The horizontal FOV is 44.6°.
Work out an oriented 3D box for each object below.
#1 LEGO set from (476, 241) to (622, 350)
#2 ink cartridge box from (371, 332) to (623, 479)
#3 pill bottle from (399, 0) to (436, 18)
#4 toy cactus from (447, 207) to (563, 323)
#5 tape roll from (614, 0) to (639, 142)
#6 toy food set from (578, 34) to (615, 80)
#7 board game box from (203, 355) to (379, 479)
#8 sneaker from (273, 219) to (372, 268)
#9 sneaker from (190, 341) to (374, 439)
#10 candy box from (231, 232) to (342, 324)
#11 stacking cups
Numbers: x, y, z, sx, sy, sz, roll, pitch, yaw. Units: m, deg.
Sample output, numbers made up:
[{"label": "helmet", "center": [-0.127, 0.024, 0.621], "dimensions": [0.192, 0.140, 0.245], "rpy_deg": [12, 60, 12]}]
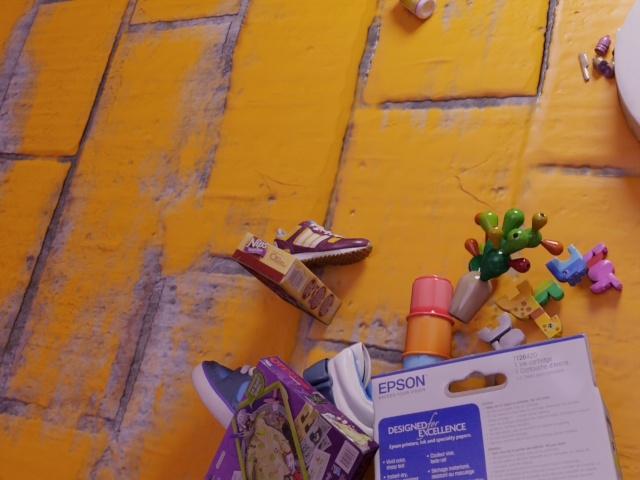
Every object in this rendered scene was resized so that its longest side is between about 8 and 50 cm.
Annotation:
[{"label": "LEGO set", "center": [0.332, 0.095, 1.111], "dimensions": [0.227, 0.087, 0.093], "rpy_deg": [-38, 56, 9]}, {"label": "ink cartridge box", "center": [0.216, 0.296, 0.977], "dimensions": [0.303, 0.072, 0.307], "rpy_deg": [-15, 54, 24]}, {"label": "pill bottle", "center": [0.174, -0.451, 1.458], "dimensions": [0.043, 0.043, 0.083], "rpy_deg": [-44, 56, 4]}, {"label": "toy cactus", "center": [0.249, 0.039, 1.125], "dimensions": [0.112, 0.219, 0.181], "rpy_deg": [32, 85, -9]}, {"label": "tape roll", "center": [0.624, -0.261, 1.115], "dimensions": [0.391, 0.072, 0.392], "rpy_deg": [-9, 66, 21]}, {"label": "toy food set", "center": [0.479, -0.301, 1.249], "dimensions": [0.122, 0.019, 0.078], "rpy_deg": [-15, 63, 21]}, {"label": "board game box", "center": [-0.073, 0.364, 1.099], "dimensions": [0.208, 0.056, 0.347], "rpy_deg": [35, 110, 27]}, {"label": "sneaker", "center": [0.000, 0.000, 1.335], "dimensions": [0.185, 0.069, 0.084], "rpy_deg": [-9, 70, 23]}, {"label": "sneaker", "center": [-0.033, 0.232, 1.223], "dimensions": [0.236, 0.130, 0.322], "rpy_deg": [-47, 54, -5]}, {"label": "candy box", "center": [-0.051, 0.065, 1.262], "dimensions": [0.109, 0.186, 0.053], "rpy_deg": [26, 80, 34]}, {"label": "stacking cups", "center": [0.159, 0.206, 1.148], "dimensions": [0.096, 0.096, 0.316], "rpy_deg": [-2, 67, 27]}]
